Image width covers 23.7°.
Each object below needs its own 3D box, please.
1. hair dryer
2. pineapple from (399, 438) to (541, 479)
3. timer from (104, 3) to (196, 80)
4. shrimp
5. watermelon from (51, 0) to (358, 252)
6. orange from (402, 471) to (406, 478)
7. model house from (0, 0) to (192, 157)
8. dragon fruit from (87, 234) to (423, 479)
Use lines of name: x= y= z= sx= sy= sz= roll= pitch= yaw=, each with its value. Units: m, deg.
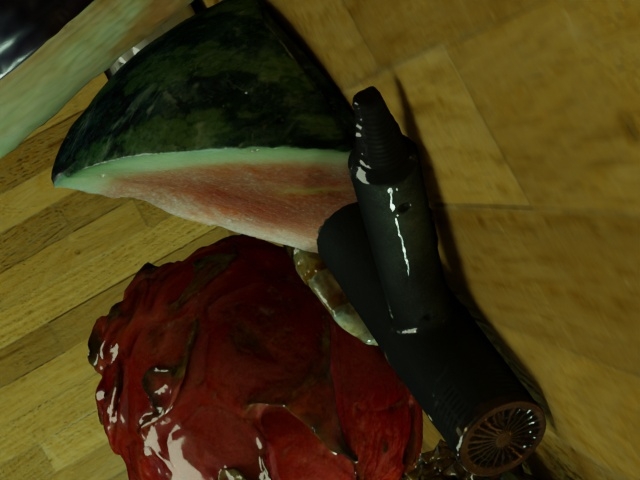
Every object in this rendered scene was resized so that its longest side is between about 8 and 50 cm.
hair dryer: x=0.029 y=-0.010 z=0.697 sx=0.173 sy=0.050 sz=0.195 roll=52 pitch=166 yaw=49
pineapple: x=0.090 y=0.158 z=0.781 sx=0.221 sy=0.083 sz=0.103 roll=-158 pitch=55 yaw=-82
timer: x=-0.144 y=-0.164 z=1.257 sx=0.237 sy=0.087 sz=0.262 roll=59 pitch=174 yaw=15
shrimp: x=0.000 y=0.000 z=0.956 sx=0.091 sy=0.034 sz=0.161 roll=17 pitch=-141 yaw=-61
watermelon: x=-0.018 y=-0.067 z=0.843 sx=0.202 sy=0.136 sz=0.207 roll=15 pitch=178 yaw=-42
orange: x=-0.008 y=0.288 z=1.717 sx=0.271 sy=0.210 sz=0.368 roll=16 pitch=141 yaw=53
model house: x=-0.238 y=-0.234 z=0.896 sx=0.312 sy=0.245 sz=0.280 roll=53 pitch=-179 yaw=4
dragon fruit: x=-0.047 y=0.114 z=1.117 sx=0.252 sy=0.241 sz=0.241 roll=32 pitch=156 yaw=45
